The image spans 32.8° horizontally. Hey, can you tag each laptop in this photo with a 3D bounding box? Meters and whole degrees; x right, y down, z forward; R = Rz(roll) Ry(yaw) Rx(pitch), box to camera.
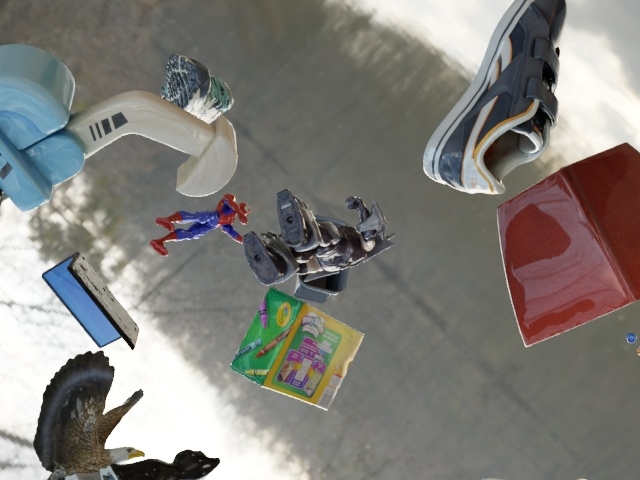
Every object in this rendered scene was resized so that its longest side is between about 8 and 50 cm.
[{"bbox_3d":[-0.533,0.158,2.474,0.234,0.136,0.264,53,-178,-13],"label":"laptop"}]

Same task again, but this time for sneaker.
[{"bbox_3d":[-0.217,-0.272,1.970,0.283,0.122,0.110,158,104,-74],"label":"sneaker"},{"bbox_3d":[0.278,-0.201,1.503,0.127,0.321,0.126,28,176,38],"label":"sneaker"}]

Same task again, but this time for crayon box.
[{"bbox_3d":[-0.037,0.204,2.010,0.081,0.165,0.278,24,175,31],"label":"crayon box"}]

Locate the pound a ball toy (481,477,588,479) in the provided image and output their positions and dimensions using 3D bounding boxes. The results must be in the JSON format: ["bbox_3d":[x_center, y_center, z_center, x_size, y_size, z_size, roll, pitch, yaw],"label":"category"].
[{"bbox_3d":[0.357,0.538,1.846,0.208,0.319,0.136,12,156,2],"label":"pound a ball toy"}]

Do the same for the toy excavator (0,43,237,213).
[{"bbox_3d":[-0.412,-0.181,1.745,0.433,0.445,0.222,56,-165,-30],"label":"toy excavator"}]

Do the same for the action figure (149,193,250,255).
[{"bbox_3d":[-0.209,-0.022,2.255,0.139,0.091,0.280,32,-150,20],"label":"action figure"}]

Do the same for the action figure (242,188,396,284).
[{"bbox_3d":[0.000,0.000,1.578,0.099,0.185,0.285,60,-160,15],"label":"action figure"}]

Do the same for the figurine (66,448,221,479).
[{"bbox_3d":[-0.311,0.422,1.908,0.209,0.215,0.092,-9,-99,-41],"label":"figurine"}]

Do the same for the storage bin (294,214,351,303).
[{"bbox_3d":[-0.008,0.039,1.844,0.098,0.135,0.091,14,151,-11],"label":"storage bin"}]

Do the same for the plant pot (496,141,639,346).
[{"bbox_3d":[0.449,-0.007,1.798,0.267,0.267,0.236,-36,79,53],"label":"plant pot"}]

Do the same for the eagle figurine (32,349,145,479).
[{"bbox_3d":[-0.446,0.395,2.100,0.225,0.226,0.298,12,-126,-27],"label":"eagle figurine"}]

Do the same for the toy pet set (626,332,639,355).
[{"bbox_3d":[0.535,0.163,1.607,0.114,0.122,0.065,39,-146,-10],"label":"toy pet set"}]
